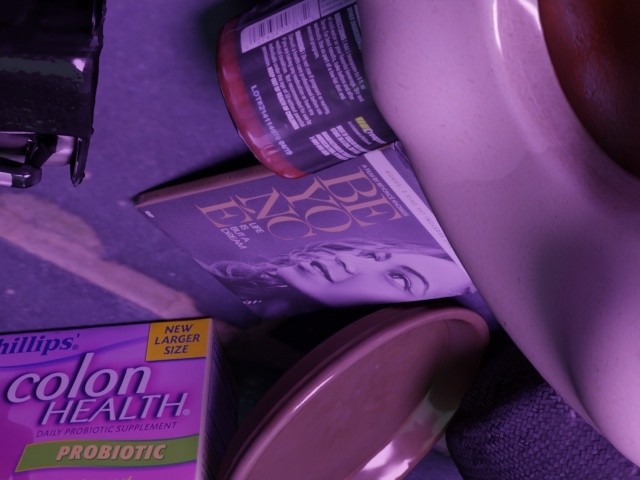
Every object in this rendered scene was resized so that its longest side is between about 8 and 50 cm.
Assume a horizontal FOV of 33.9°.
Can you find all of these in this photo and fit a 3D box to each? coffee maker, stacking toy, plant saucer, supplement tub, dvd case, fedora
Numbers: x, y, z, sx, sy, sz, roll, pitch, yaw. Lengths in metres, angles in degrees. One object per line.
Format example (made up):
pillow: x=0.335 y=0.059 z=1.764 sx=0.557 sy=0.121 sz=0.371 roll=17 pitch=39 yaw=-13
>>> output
coffee maker: x=-0.212 y=-0.121 z=0.577 sx=0.178 sy=0.120 sz=0.171 roll=4 pitch=114 yaw=-18
stacking toy: x=0.276 y=-0.138 z=0.405 sx=0.480 sy=0.351 sz=0.351 roll=-22 pitch=141 yaw=-14
plant saucer: x=0.023 y=0.151 z=0.846 sx=0.278 sy=0.041 sz=0.278 roll=-30 pitch=147 yaw=-22
supplement tub: x=0.047 y=-0.113 z=0.588 sx=0.198 sy=0.106 sz=0.106 roll=-20 pitch=136 yaw=22
dvd case: x=0.000 y=0.000 z=0.749 sx=0.221 sy=0.018 sz=0.164 roll=-11 pitch=140 yaw=34
fedora: x=0.213 y=0.144 z=0.813 sx=0.334 sy=0.334 sz=0.152 roll=-36 pitch=97 yaw=35

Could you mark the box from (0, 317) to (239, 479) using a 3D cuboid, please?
box: x=-0.186 y=0.199 z=0.851 sx=0.213 sy=0.243 sz=0.117 roll=-5 pitch=139 yaw=7
